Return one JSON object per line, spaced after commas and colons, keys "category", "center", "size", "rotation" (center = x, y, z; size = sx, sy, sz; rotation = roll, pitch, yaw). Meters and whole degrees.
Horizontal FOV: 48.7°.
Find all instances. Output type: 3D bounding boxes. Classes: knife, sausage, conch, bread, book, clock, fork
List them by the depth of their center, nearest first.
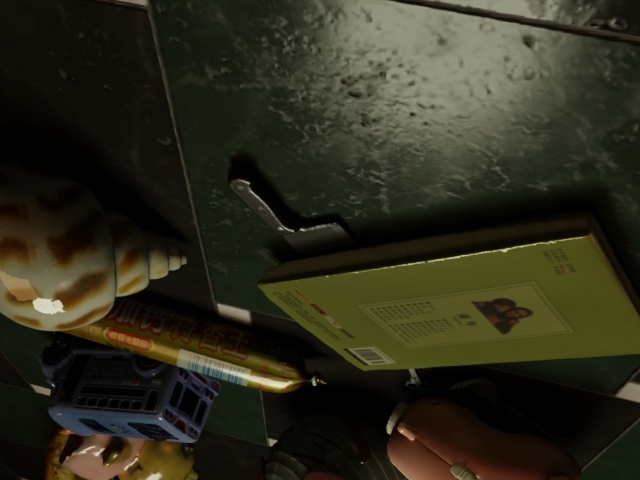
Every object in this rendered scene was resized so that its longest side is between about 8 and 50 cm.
{"category": "knife", "center": [0.000, 0.000, 0.712], "size": [0.072, 0.019, 0.245], "rotation": [-12, 140, 32]}
{"category": "conch", "center": [-0.279, 0.004, 0.724], "size": [0.275, 0.183, 0.149], "rotation": [31, 103, -32]}
{"category": "book", "center": [0.137, 0.073, 0.734], "size": [0.352, 0.035, 0.239], "rotation": [-11, 141, 34]}
{"category": "clock", "center": [0.199, 0.281, 0.907], "size": [0.241, 0.142, 0.227], "rotation": [29, 174, 21]}
{"category": "fork", "center": [0.252, 0.221, 0.920], "size": [0.219, 0.028, 0.034], "rotation": [31, 137, -27]}
{"category": "sausage", "center": [-0.170, 0.136, 0.933], "size": [0.371, 0.082, 0.082], "rotation": [16, 147, 0]}
{"category": "bread", "center": [-0.520, 0.500, 1.530], "size": [0.149, 0.195, 0.344], "rotation": [17, 145, -10]}

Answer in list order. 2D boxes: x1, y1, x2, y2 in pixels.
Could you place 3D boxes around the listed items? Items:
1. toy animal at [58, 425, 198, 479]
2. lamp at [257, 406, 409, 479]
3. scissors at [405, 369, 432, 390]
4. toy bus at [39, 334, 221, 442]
{"category": "toy animal", "center": [-0.343, 0.375, 1.289], "size": [0.281, 0.169, 0.195], "rotation": [25, -171, -21]}
{"category": "lamp", "center": [0.021, 0.367, 1.045], "size": [0.233, 0.233, 0.265], "rotation": [32, 151, -21]}
{"category": "scissors", "center": [0.122, 0.177, 0.923], "size": [0.036, 0.006, 0.083], "rotation": [3, 145, 24]}
{"category": "toy bus", "center": [-0.309, 0.230, 1.081], "size": [0.292, 0.133, 0.125], "rotation": [-3, 142, 28]}
